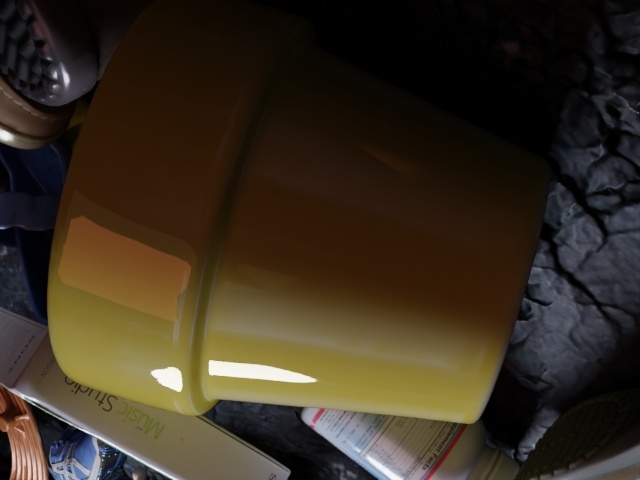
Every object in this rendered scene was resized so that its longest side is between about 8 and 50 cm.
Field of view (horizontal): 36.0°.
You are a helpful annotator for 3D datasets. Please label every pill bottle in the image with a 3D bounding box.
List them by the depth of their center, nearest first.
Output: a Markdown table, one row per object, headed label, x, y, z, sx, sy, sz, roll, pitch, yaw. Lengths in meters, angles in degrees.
| label | x | y | z | sx | sy | sz | roll | pitch | yaw |
| --- | --- | --- | --- | --- | --- | --- | --- | --- | --- |
| pill bottle | 0.071 | 0.151 | 0.769 | 0.160 | 0.087 | 0.087 | 37 | 138 | 6 |

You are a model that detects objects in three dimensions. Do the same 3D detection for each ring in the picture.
| label | x | y | z | sx | sy | sz | roll | pitch | yaw |
| --- | --- | --- | --- | --- | --- | --- | --- | --- | --- |
| ring | -0.458 | 0.220 | 1.216 | 0.337 | 0.032 | 0.336 | 16 | 118 | 32 |

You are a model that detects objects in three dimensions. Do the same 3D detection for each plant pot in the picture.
| label | x | y | z | sx | sy | sz | roll | pitch | yaw |
| --- | --- | --- | --- | --- | --- | --- | --- | --- | --- |
| plant pot | 0.000 | 0.000 | 0.596 | 0.239 | 0.254 | 0.254 | 17 | 134 | 7 |

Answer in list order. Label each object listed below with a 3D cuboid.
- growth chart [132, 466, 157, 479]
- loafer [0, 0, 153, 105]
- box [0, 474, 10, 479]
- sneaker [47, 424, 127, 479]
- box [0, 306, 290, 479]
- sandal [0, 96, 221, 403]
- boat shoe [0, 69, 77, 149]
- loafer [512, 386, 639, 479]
| label | x | y | z | sx | sy | sz | roll | pitch | yaw |
| --- | --- | --- | --- | --- | --- | --- | --- | --- | --- |
| growth chart | -0.162 | 0.375 | 1.104 | 0.021 | 0.172 | 0.237 | -16 | 131 | 1 |
| loafer | -0.195 | -0.266 | 0.606 | 0.134 | 0.130 | 0.366 | -11 | 103 | 58 |
| box | -0.319 | 0.481 | 1.343 | 0.395 | 0.097 | 0.318 | -2 | 124 | 38 |
| sneaker | -0.265 | 0.242 | 1.111 | 0.081 | 0.080 | 0.211 | 36 | 138 | 4 |
| box | -0.194 | 0.137 | 0.856 | 0.232 | 0.058 | 0.322 | 37 | 165 | -26 |
| sandal | -0.192 | 0.032 | 0.837 | 0.126 | 0.138 | 0.317 | -20 | 112 | 43 |
| boat shoe | -0.268 | -0.222 | 0.691 | 0.110 | 0.121 | 0.341 | -24 | 109 | 25 |
| loafer | 0.222 | 0.145 | 0.642 | 0.087 | 0.094 | 0.251 | 49 | 138 | -1 |
